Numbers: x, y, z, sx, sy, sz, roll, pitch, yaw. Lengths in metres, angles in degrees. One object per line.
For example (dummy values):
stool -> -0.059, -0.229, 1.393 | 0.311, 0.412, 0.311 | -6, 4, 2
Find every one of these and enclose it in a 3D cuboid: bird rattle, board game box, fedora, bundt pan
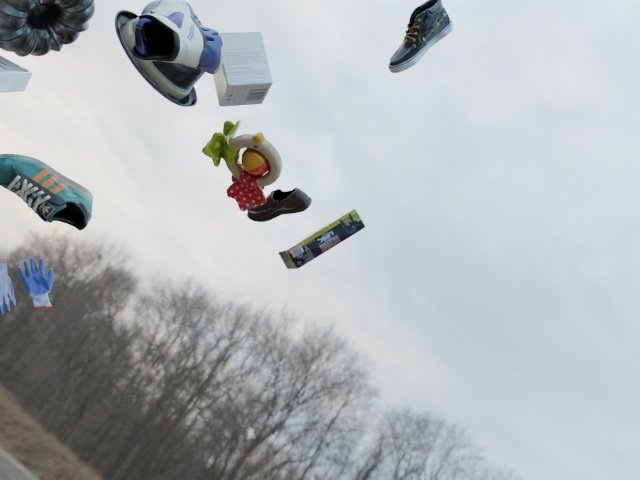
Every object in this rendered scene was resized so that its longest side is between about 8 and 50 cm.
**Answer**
bird rattle -> -0.200, -0.201, 1.936 | 0.207, 0.143, 0.254 | -9, -61, 34
board game box -> 0.000, 0.000, 1.519 | 0.048, 0.170, 0.141 | 59, -10, -2
fedora -> -0.432, -0.556, 2.050 | 0.334, 0.152, 0.334 | 47, 21, -24
bundt pan -> -0.728, -0.601, 1.833 | 0.124, 0.330, 0.331 | 57, -14, 15

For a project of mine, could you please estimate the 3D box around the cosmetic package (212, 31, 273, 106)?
cosmetic package -> -0.257, -0.547, 2.272 | 0.151, 0.151, 0.184 | 136, -57, -65

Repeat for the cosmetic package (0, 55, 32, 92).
cosmetic package -> -0.774, -0.400, 1.686 | 0.099, 0.060, 0.239 | 30, 8, -11

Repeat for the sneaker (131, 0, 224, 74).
sneaker -> -0.380, -0.505, 1.698 | 0.182, 0.127, 0.315 | -2, 32, -43

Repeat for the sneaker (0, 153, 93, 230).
sneaker -> -0.738, -0.125, 1.886 | 0.302, 0.108, 0.121 | 28, 34, -39

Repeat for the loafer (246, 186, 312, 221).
loafer -> -0.131, -0.117, 2.099 | 0.220, 0.080, 0.078 | -13, -55, 27

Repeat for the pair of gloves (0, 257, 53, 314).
pair of gloves -> -0.855, 0.127, 2.007 | 0.023, 0.198, 0.159 | -44, -123, 53

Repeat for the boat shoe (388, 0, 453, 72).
boat shoe -> 0.209, -0.458, 1.577 | 0.065, 0.183, 0.083 | 39, -11, 51
